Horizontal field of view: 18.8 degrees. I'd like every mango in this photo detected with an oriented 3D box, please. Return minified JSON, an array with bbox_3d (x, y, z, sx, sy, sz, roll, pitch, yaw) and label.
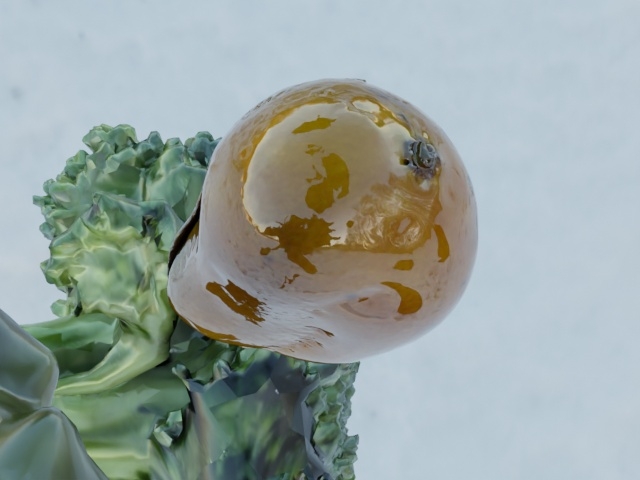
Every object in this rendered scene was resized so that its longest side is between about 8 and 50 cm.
[{"bbox_3d":[0.002,-0.004,0.709,0.105,0.159,0.084,23,71,-12],"label":"mango"}]

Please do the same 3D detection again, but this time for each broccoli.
[{"bbox_3d":[-0.107,0.107,1.267,0.338,0.317,0.277,-28,48,28],"label":"broccoli"}]

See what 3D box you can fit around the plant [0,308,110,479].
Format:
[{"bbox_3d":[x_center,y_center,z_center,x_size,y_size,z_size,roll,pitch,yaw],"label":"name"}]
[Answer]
[{"bbox_3d":[-0.140,0.183,0.463,0.251,0.180,0.333,-12,46,39],"label":"plant"}]
